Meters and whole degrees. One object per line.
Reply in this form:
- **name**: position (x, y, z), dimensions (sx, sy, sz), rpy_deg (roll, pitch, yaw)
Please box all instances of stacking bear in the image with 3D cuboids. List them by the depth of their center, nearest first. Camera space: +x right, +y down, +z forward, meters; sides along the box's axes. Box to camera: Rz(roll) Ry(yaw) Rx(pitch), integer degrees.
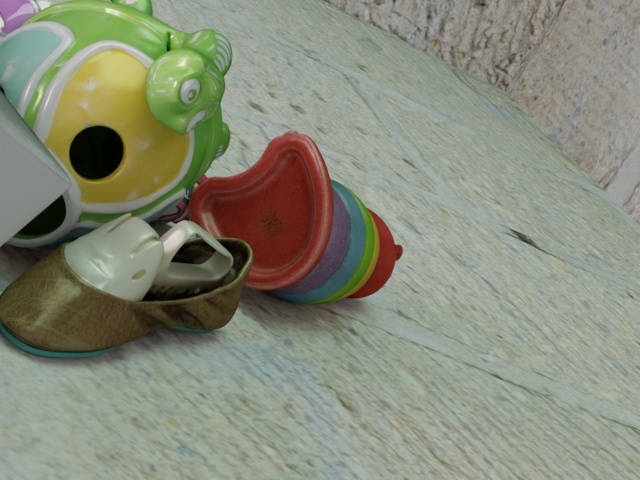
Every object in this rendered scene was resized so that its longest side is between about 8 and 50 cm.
- **stacking bear**: position (0.000, 0.000, 1.827), dimensions (0.289, 0.175, 0.164), rpy_deg (20, 43, -63)

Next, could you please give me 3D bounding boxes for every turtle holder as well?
- **turtle holder**: position (-0.213, -0.101, 1.503), dimensions (0.320, 0.243, 0.227), rpy_deg (8, 37, 24)

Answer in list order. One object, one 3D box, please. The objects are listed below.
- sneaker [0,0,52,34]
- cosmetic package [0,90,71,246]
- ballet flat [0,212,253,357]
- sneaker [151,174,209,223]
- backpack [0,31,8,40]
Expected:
- **sneaker**: position (-0.462, -0.277, 1.922), dimensions (0.161, 0.102, 0.282), rpy_deg (-25, 22, -28)
- **cosmetic package**: position (-0.427, -0.150, 1.198), dimensions (0.453, 0.230, 0.161), rpy_deg (50, 0, 24)
- **ballet flat**: position (-0.170, 0.034, 1.470), dimensions (0.116, 0.124, 0.342), rpy_deg (45, 21, 24)
- **sneaker**: position (-0.263, -0.131, 1.796), dimensions (0.299, 0.121, 0.112), rpy_deg (36, 17, 17)
- **backpack**: position (-0.358, -0.158, 1.725), dimensions (0.152, 0.115, 0.182), rpy_deg (6, 27, -50)
